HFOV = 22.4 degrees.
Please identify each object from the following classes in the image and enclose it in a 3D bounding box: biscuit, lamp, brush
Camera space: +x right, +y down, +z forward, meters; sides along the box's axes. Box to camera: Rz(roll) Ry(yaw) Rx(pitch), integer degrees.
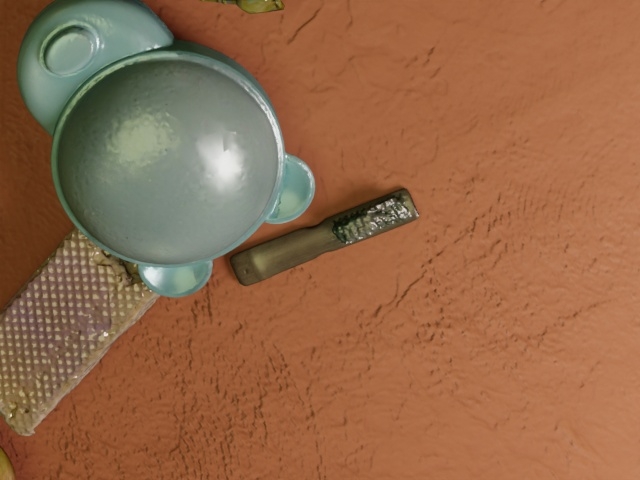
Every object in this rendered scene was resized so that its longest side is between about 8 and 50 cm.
[{"bbox_3d":[-0.251,0.080,1.576,0.108,0.062,0.239,43,111,-2],"label":"biscuit"},{"bbox_3d":[-0.153,-0.097,1.455,0.209,0.147,0.284,-36,93,8],"label":"lamp"},{"bbox_3d":[0.000,0.000,1.508,0.190,0.027,0.034,-21,96,19],"label":"brush"}]

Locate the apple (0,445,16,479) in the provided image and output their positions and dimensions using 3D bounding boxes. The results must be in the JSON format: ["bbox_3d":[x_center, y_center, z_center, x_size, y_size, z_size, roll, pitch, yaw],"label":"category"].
[{"bbox_3d":[-0.365,0.239,1.615,0.126,0.126,0.102,-22,73,18],"label":"apple"}]

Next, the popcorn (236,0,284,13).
[{"bbox_3d":[-0.030,-0.346,1.290,0.279,0.274,0.335,-3,112,43],"label":"popcorn"}]

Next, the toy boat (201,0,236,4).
[{"bbox_3d":[-0.121,-0.252,1.479,0.115,0.016,0.063,10,106,12],"label":"toy boat"}]
